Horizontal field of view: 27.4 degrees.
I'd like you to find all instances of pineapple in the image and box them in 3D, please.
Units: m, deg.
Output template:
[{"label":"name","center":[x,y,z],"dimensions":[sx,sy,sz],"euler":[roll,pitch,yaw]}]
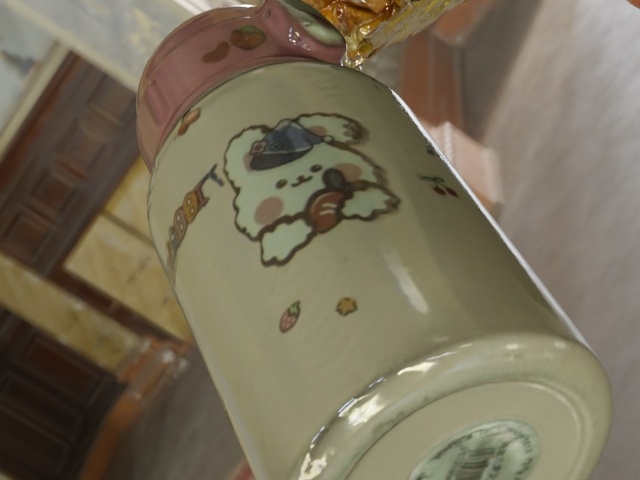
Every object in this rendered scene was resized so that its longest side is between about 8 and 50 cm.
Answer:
[{"label":"pineapple","center":[0.042,-0.148,0.701],"dimensions":[0.135,0.079,0.233],"euler":[-26,2,39]}]

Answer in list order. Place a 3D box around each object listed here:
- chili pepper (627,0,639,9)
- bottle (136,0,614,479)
[{"label":"chili pepper","center":[0.238,-0.299,0.821],"dimensions":[0.229,0.305,0.251],"euler":[-28,58,8]},{"label":"bottle","center":[0.000,0.000,0.462],"dimensions":[0.110,0.110,0.233],"euler":[-52,40,21]}]
